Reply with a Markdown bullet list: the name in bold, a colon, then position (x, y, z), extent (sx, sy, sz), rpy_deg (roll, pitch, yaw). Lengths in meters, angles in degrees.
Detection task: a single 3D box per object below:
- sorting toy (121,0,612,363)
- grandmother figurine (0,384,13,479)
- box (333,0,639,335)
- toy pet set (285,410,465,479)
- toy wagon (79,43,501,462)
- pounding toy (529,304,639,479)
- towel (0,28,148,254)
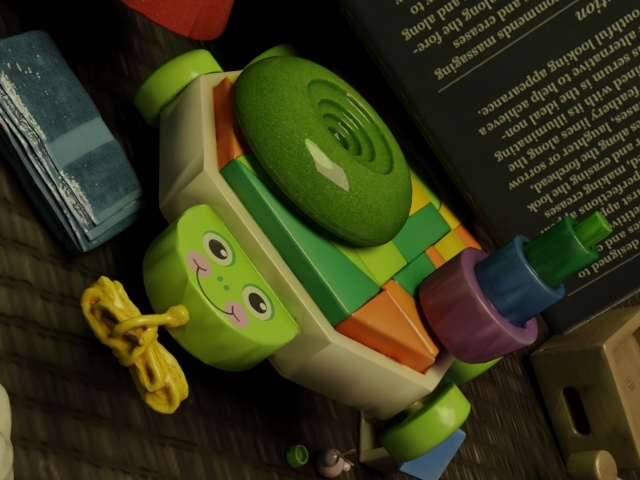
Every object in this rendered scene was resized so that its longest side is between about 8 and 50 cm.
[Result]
- **sorting toy**: position (0.022, -0.099, 0.448), extent (0.365, 0.126, 0.127), rpy_deg (49, 27, -3)
- **grandmother figurine**: position (-0.184, -0.028, 0.240), extent (0.104, 0.208, 0.342), rpy_deg (-31, 121, -33)
- **box**: position (0.151, -0.179, 0.676), extent (0.395, 0.212, 0.293), rpy_deg (53, 12, -21)
- **toy pet set**: position (0.040, 0.129, 0.555), extent (0.114, 0.065, 0.122), rpy_deg (33, 47, -39)
- **toy wagon**: position (0.000, 0.000, 0.503), extent (0.267, 0.068, 0.344), rpy_deg (53, 27, 4)
- **pounding toy**: position (0.275, 0.185, 0.828), extent (0.206, 0.094, 0.181), rpy_deg (-22, 94, -47)
- **towel**: position (-0.140, -0.055, 0.450), extent (0.119, 0.029, 0.067), rpy_deg (60, 34, -10)
